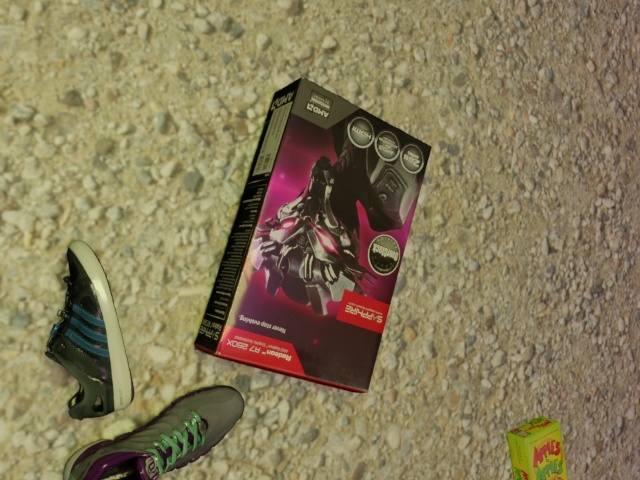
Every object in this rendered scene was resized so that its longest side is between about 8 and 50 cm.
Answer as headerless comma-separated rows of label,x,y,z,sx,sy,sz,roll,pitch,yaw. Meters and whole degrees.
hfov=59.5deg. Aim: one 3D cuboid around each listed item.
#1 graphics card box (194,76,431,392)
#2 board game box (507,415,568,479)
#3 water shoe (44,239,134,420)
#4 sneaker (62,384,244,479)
graphics card box,0.000,0.000,0.763,0.232,0.094,0.371,22,78,-27
board game box,0.393,0.420,0.999,0.092,0.043,0.182,-12,95,-28
water shoe,-0.267,0.103,0.624,0.080,0.073,0.203,-15,96,-26
sneaker,-0.178,0.248,0.655,0.223,0.098,0.083,-24,100,-27
